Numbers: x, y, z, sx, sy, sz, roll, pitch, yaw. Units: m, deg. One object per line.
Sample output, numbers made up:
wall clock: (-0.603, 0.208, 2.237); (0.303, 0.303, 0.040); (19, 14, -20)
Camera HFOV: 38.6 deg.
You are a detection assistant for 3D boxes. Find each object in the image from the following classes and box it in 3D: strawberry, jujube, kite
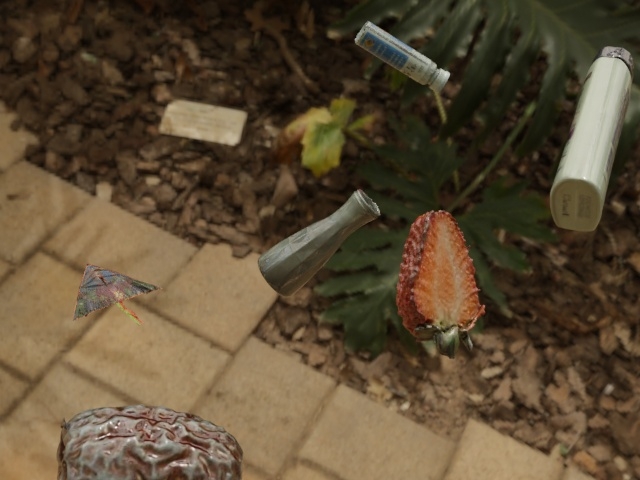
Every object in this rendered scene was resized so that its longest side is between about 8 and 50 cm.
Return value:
strawberry: (0.220, 0.088, 1.796); (0.188, 0.106, 0.286); (-2, 86, -36)
jujube: (-0.291, 0.389, 1.542); (0.316, 0.226, 0.226); (16, 43, -18)
kite: (-0.366, 0.096, 1.610); (0.190, 0.010, 0.159); (-20, 56, -43)

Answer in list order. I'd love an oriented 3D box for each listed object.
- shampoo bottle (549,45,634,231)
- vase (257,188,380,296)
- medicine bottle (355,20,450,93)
shampoo bottle: (0.443, -0.164, 1.471); (0.078, 0.134, 0.359); (7, 46, 23)
vase: (0.000, 0.000, 1.518); (0.086, 0.214, 0.086); (46, 16, -18)
medicine bottle: (0.157, -0.351, 1.755); (0.191, 0.051, 0.051); (31, 44, -10)
